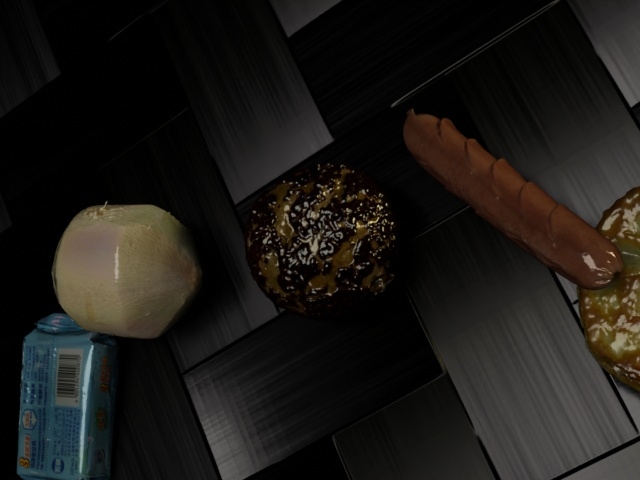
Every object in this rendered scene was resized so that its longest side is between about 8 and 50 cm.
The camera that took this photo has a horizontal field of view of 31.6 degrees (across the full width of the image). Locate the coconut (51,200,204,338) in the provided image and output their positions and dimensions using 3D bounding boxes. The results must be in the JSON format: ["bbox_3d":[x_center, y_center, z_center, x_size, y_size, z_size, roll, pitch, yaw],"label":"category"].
[{"bbox_3d":[-0.286,0.044,1.751,0.234,0.224,0.224,-6,78,32],"label":"coconut"}]

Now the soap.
[{"bbox_3d":[-0.410,0.266,1.831,0.156,0.077,0.293,2,86,26],"label":"soap"}]

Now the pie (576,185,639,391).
[{"bbox_3d":[0.477,0.056,1.451,0.315,0.092,0.315,-8,72,26],"label":"pie"}]

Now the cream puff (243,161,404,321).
[{"bbox_3d":[0.000,0.000,1.644,0.239,0.165,0.239,-6,76,23],"label":"cream puff"}]

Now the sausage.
[{"bbox_3d":[0.249,-0.062,1.552,0.088,0.088,0.433,-52,51,8],"label":"sausage"}]
